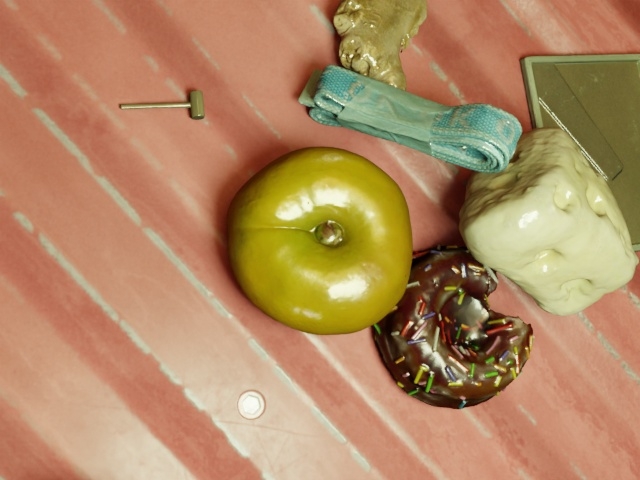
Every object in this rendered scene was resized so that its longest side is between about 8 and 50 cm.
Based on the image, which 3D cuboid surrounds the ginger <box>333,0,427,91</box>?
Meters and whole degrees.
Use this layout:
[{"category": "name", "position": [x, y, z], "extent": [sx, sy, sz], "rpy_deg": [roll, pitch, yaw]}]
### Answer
[{"category": "ginger", "position": [0.079, -0.292, 1.364], "extent": [0.137, 0.074, 0.213], "rpy_deg": [15, 80, -18]}]

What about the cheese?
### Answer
[{"category": "cheese", "position": [0.283, -0.052, 1.293], "extent": [0.251, 0.173, 0.248], "rpy_deg": [20, 44, -41]}]

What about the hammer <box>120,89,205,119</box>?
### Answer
[{"category": "hammer", "position": [-0.207, -0.177, 1.259], "extent": [0.110, 0.019, 0.035], "rpy_deg": [-4, 80, -19]}]

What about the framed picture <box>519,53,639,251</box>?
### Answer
[{"category": "framed picture", "position": [0.441, -0.136, 1.495], "extent": [0.240, 0.020, 0.324], "rpy_deg": [-7, 81, -22]}]

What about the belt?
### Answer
[{"category": "belt", "position": [0.116, -0.167, 1.281], "extent": [0.302, 0.087, 0.072], "rpy_deg": [18, 71, 16]}]

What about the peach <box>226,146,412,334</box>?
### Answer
[{"category": "peach", "position": [0.000, 0.000, 1.237], "extent": [0.251, 0.153, 0.251], "rpy_deg": [1, 75, -4]}]

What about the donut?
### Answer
[{"category": "donut", "position": [0.183, 0.114, 1.304], "extent": [0.216, 0.096, 0.230], "rpy_deg": [-9, 83, -22]}]
